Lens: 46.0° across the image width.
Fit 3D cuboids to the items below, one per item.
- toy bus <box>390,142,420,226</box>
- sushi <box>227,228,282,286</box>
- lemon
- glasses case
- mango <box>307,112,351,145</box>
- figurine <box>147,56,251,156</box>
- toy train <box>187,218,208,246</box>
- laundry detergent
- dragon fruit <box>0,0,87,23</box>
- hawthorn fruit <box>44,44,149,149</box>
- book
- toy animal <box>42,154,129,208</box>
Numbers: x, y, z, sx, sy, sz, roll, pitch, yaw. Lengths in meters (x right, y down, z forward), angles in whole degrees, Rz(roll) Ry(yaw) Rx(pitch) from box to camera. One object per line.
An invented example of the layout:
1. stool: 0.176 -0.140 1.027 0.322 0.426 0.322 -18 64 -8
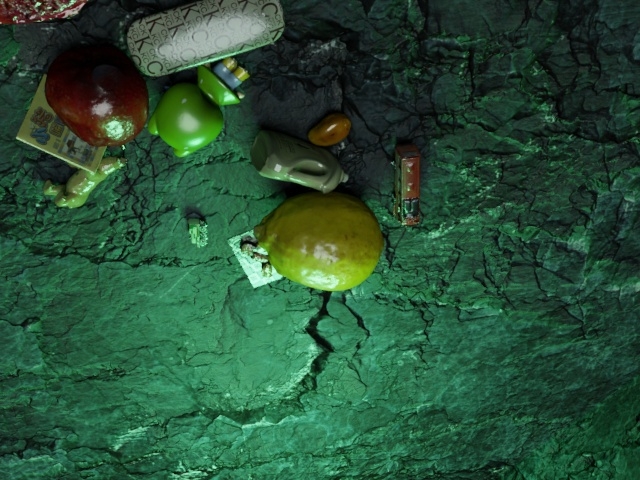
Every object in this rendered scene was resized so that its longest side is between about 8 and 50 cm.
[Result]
1. toy bus: 0.231 -0.145 2.015 0.073 0.096 0.235 -7 125 -3
2. sushi: -0.159 0.055 2.123 0.139 0.031 0.201 -22 126 5
3. lemon: 0.007 0.001 1.968 0.316 0.285 0.285 -12 136 -47
4. glasses case: -0.255 -0.469 1.685 0.355 0.085 0.137 -16 112 2
5. mango: 0.023 -0.278 1.900 0.114 0.060 0.080 -25 142 5
6. figurine: -0.281 -0.322 1.770 0.263 0.143 0.162 -44 118 7
7. toy train: -0.331 -0.021 2.035 0.053 0.033 0.083 2 125 -6
8. laundry detergent: -0.041 -0.187 1.885 0.253 0.181 0.091 15 117 -27
9. dragon fruit: -0.597 -0.611 1.434 0.386 0.249 0.371 -35 140 19
10. hawthorn fruit: -0.479 -0.303 1.695 0.210 0.230 0.266 -40 143 -14
11. book: -0.582 -0.269 1.755 0.192 0.013 0.168 25 77 -26
12. toy animal: -0.580 -0.154 1.867 0.219 0.103 0.101 -44 141 18
